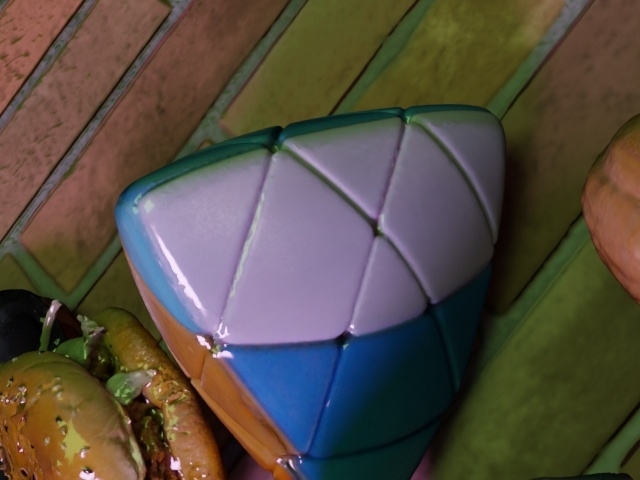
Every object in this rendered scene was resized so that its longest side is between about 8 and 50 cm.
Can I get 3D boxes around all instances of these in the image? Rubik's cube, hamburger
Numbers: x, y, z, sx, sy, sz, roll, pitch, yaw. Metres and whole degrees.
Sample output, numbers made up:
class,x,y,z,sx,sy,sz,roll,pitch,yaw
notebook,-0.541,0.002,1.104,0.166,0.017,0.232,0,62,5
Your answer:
class,x,y,z,sx,sy,sz,roll,pitch,yaw
Rubik's cube,0.000,0.000,0.727,0.254,0.254,0.254,-14,63,30
hamburger,-0.137,0.127,0.732,0.185,0.113,0.177,67,160,-6

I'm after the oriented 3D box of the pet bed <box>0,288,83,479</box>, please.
class,x,y,z,sx,sy,sz,roll,pitch,yaw
pet bed,-0.244,0.132,0.880,0.201,0.053,0.201,-14,62,29

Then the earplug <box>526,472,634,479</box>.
class,x,y,z,sx,sy,sz,roll,pitch,yaw
earplug,0.083,0.279,0.525,0.185,0.185,0.324,-20,66,27

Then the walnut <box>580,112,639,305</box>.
class,x,y,z,sx,sy,sz,roll,pitch,yaw
walnut,0.211,-0.016,0.574,0.167,0.149,0.166,-14,32,9
